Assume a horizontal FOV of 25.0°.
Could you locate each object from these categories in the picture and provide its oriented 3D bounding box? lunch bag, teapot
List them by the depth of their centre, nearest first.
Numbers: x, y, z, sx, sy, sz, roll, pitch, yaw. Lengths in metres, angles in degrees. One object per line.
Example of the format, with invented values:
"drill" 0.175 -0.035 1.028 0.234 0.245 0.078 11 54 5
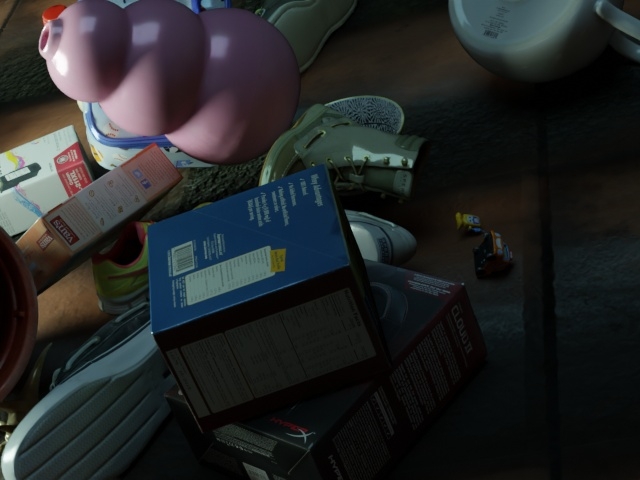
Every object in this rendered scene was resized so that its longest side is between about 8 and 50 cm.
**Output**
"teapot" 0.313 -0.310 1.948 0.253 0.187 0.256 -26 56 25
"lunch bag" -0.222 -0.249 2.065 0.243 0.115 0.303 -5 65 -5

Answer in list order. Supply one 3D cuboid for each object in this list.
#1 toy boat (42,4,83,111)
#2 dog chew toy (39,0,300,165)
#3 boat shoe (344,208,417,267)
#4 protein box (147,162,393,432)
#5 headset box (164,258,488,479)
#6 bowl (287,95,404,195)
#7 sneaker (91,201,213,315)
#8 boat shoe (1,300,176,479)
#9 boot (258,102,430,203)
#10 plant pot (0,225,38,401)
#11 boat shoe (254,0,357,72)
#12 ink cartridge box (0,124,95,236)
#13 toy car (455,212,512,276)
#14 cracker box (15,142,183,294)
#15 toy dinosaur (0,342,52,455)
"toy boat" -0.304 -0.279 2.272 0.318 0.148 0.267 19 55 34
"dog chew toy" -0.195 -0.216 1.841 0.332 0.206 0.206 12 21 -28
"boat shoe" 0.000 0.000 1.750 0.268 0.096 0.088 0 8 45
"protein box" -0.056 0.054 1.455 0.201 0.136 0.200 -19 33 4
"headset box" 0.018 0.132 1.529 0.218 0.110 0.293 15 47 42
"bowl" 0.038 -0.110 1.888 0.170 0.080 0.170 -14 34 10
"sneaker" -0.206 0.004 1.841 0.208 0.094 0.081 -39 38 -27
"boat shoe" -0.244 0.176 1.622 0.119 0.121 0.335 0 27 40
"boot" 0.030 -0.080 1.719 0.165 0.077 0.213 18 39 15
"plant pot" -0.481 0.085 1.692 0.272 0.272 0.265 -31 7 -15
"boat shoe" -0.046 -0.337 2.231 0.091 0.109 0.305 3 34 31
"ink cartridge box" -0.419 -0.081 2.092 0.175 0.072 0.127 -23 34 -4
"toy car" 0.196 -0.007 1.687 0.041 0.060 0.122 8 38 -15
"cracker box" -0.299 -0.020 1.843 0.156 0.067 0.232 -38 2 42
"toy dinosaur" -0.356 0.205 1.693 0.093 0.053 0.183 -3 42 -1
